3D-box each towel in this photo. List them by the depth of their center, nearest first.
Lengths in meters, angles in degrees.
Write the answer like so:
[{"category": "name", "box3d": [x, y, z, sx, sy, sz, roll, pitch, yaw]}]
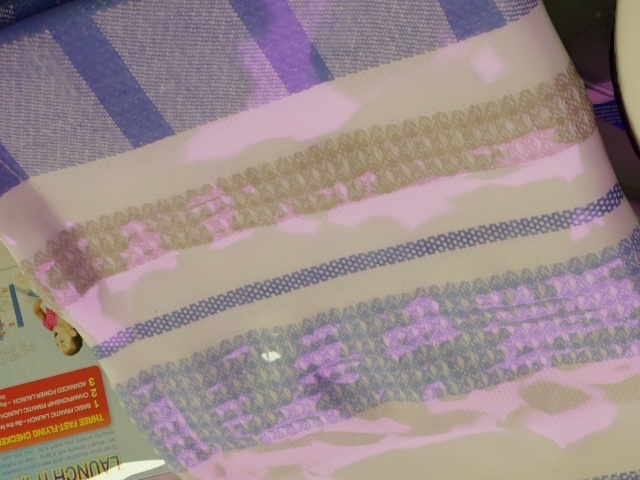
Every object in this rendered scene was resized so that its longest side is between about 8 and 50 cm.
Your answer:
[{"category": "towel", "box3d": [0.007, 0.018, 0.485, 0.209, 0.285, 0.034, -16, -143, 19]}]

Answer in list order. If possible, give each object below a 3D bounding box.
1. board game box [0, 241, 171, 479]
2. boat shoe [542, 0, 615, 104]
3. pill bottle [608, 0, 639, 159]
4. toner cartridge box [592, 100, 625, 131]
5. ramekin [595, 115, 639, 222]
[{"category": "board game box", "box3d": [-0.245, 0.092, 1.347, 0.308, 0.301, 0.086, -14, 172, 12]}, {"category": "boat shoe", "box3d": [0.169, -0.121, 0.774, 0.081, 0.079, 0.227, -9, -179, 27]}, {"category": "pill bottle", "box3d": [0.192, -0.073, 0.518, 0.169, 0.169, 0.301, -15, -178, 12]}, {"category": "toner cartridge box", "box3d": [0.233, -0.081, 0.884, 0.348, 0.075, 0.165, -4, -137, 33]}, {"category": "ramekin", "box3d": [0.071, -0.002, 0.686, 0.277, 0.135, 0.277, 21, -163, -7]}]
